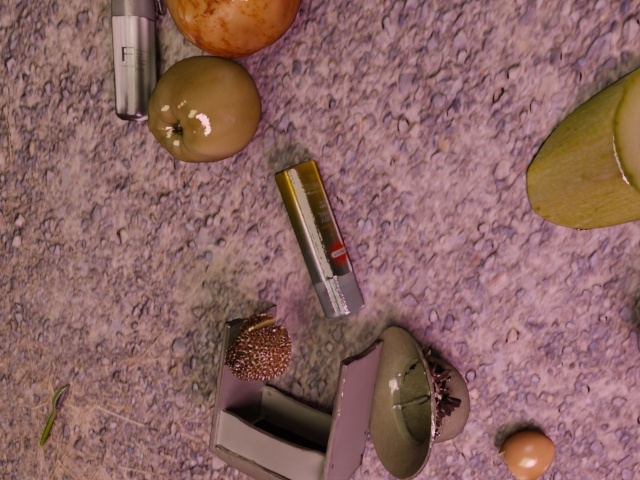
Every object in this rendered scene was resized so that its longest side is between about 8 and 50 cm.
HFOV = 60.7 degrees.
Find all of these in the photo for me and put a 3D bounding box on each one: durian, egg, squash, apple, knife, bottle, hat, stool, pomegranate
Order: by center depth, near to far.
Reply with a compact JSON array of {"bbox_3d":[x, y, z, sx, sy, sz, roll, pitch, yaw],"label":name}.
[{"bbox_3d":[-0.139,-0.422,0.879,0.248,0.248,0.248,3,101,15],"label":"pomegranate"},{"bbox_3d":[0.456,-0.135,0.883,0.204,0.155,0.236,-21,93,-19],"label":"squash"},{"bbox_3d":[-0.116,0.185,0.892,0.140,0.071,0.110,-37,77,31],"label":"durian"},{"bbox_3d":[-0.201,-0.226,0.958,0.200,0.200,0.200,3,101,15],"label":"apple"},{"bbox_3d":[0.186,0.279,0.965,0.130,0.257,0.257,3,104,-19],"label":"hat"},{"bbox_3d":[0.369,0.380,0.972,0.096,0.080,0.080,-42,88,3],"label":"egg"},{"bbox_3d":[-0.045,0.288,0.997,0.244,0.170,0.269,15,102,26],"label":"stool"},{"bbox_3d":[0.000,0.000,0.999,0.082,0.082,0.286,-18,96,18],"label":"bottle"},{"bbox_3d":[-0.342,-0.354,1.030,0.096,0.079,0.253,-4,102,-23],"label":"bottle"},{"bbox_3d":[-0.627,0.408,1.280,0.026,0.022,0.184,22,106,-16],"label":"knife"}]

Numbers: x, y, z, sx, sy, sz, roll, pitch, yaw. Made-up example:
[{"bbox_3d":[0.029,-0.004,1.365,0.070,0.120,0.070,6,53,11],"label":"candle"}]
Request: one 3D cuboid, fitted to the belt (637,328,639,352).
[{"bbox_3d":[0.584,0.098,0.793,0.116,0.206,0.267,41,114,8],"label":"belt"}]
